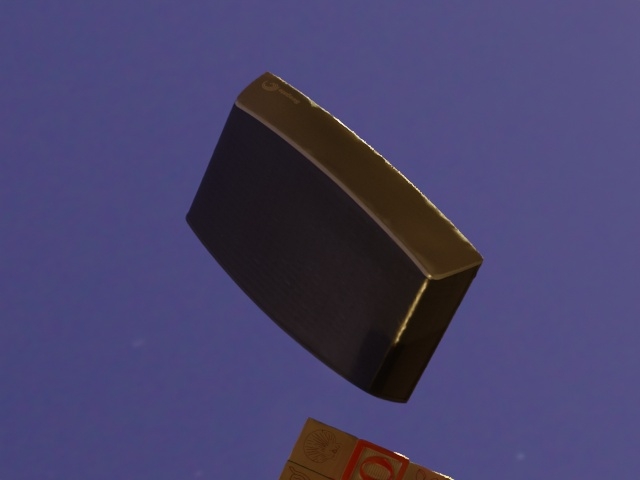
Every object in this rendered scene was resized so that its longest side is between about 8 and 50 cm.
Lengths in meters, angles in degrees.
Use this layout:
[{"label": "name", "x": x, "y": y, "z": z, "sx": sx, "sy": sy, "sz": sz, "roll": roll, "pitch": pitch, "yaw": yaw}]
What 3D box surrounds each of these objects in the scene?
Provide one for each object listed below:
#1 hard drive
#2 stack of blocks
[{"label": "hard drive", "x": 0.000, "y": 0.000, "z": 1.554, "sx": 0.254, "sy": 0.172, "sz": 0.054, "roll": 43, "pitch": -145, "yaw": 25}, {"label": "stack of blocks", "x": 0.033, "y": 0.278, "z": 1.541, "sx": 0.171, "sy": 0.297, "sz": 0.087, "roll": 22, "pitch": -125, "yaw": 7}]
